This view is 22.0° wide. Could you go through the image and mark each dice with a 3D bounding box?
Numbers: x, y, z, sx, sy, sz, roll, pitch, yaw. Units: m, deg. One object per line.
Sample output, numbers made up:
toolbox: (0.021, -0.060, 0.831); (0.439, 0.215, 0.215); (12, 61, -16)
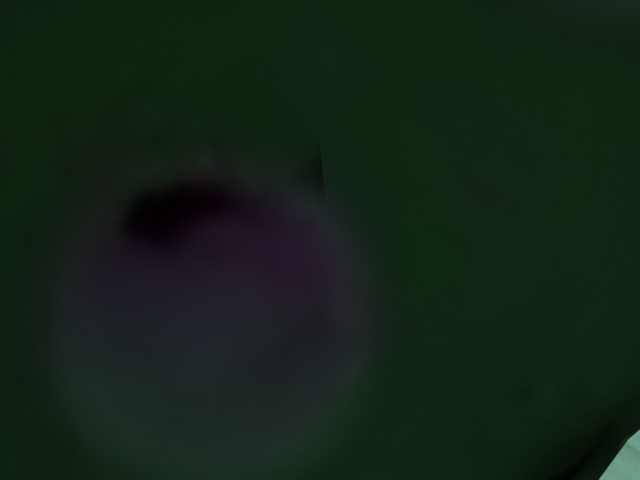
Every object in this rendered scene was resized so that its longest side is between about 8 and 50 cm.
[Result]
dice: (-0.036, -0.093, 0.495); (0.322, 0.330, 0.318); (40, 7, -7)
